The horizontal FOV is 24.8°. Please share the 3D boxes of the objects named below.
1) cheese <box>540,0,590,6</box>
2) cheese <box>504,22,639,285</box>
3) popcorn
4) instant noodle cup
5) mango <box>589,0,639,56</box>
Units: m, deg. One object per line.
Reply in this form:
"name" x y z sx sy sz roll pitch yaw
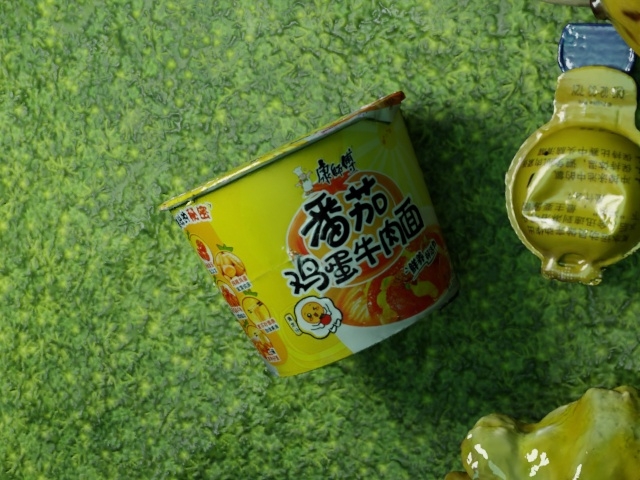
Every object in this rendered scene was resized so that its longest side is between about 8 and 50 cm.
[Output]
"cheese" 0.108 -0.319 1.378 0.328 0.129 0.351 -32 81 19
"cheese" 0.255 -0.083 1.379 0.156 0.064 0.250 7 88 20
"popcorn" 0.238 0.251 1.329 0.276 0.225 0.277 1 93 18
"instant noodle cup" 0.000 0.000 1.396 0.264 0.264 0.200 -22 96 22
"mango" 0.428 -0.258 1.179 0.444 0.221 0.301 -3 131 -5
